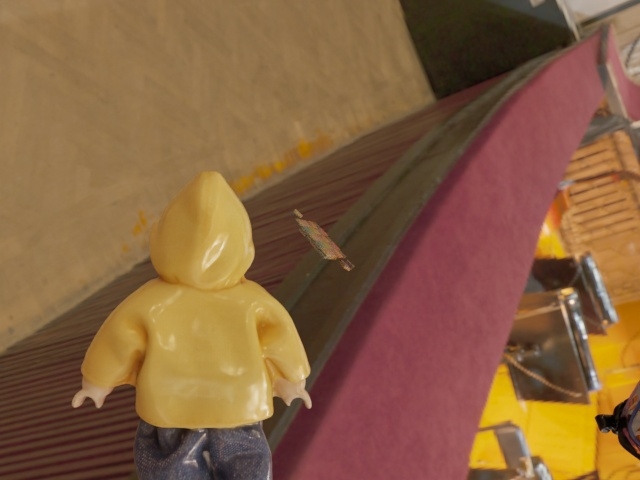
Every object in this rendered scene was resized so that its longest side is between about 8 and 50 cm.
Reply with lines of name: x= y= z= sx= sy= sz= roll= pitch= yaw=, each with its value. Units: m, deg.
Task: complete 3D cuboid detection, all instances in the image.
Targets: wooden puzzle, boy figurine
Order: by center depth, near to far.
boy figurine: x=-0.097 y=0.092 z=0.581 sx=0.092 sy=0.177 sz=0.285 roll=165 pitch=-79 yaw=-79
wooden puzzle: x=0.000 y=0.000 z=0.761 sx=0.083 sy=0.006 sz=0.049 roll=49 pitch=16 yaw=19

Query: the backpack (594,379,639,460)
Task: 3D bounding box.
backpack: x=0.557 y=0.207 z=1.015 sx=0.263 sy=0.277 sz=0.213 roll=-55 pitch=163 yaw=-16
